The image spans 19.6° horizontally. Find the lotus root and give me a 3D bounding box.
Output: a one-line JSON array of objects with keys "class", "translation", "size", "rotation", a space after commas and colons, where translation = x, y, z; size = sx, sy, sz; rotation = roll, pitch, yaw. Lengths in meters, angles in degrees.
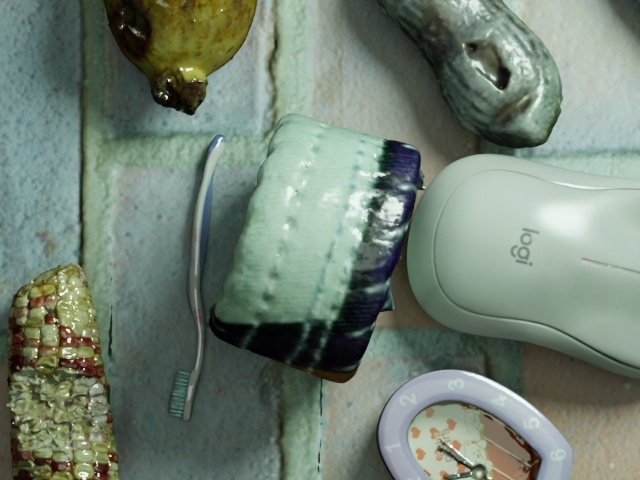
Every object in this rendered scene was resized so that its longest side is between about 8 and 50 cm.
[{"class": "lotus root", "translation": [-0.127, -0.244, 1.696], "size": [0.145, 0.128, 0.260], "rotation": [2, 86, -10]}]

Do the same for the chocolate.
[{"class": "chocolate", "translation": [0.135, -0.190, 1.704], "size": [0.110, 0.110, 0.248], "rotation": [-31, 84, -3]}]

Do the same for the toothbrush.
[{"class": "toothbrush", "translation": [-0.113, 0.033, 1.722], "size": [0.027, 0.021, 0.269], "rotation": [8, 84, -5]}]

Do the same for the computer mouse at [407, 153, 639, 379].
[{"class": "computer mouse", "translation": [0.228, 0.017, 1.677], "size": [0.297, 0.121, 0.184], "rotation": [17, 83, 3]}]

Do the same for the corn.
[{"class": "corn", "translation": [-0.232, 0.164, 1.672], "size": [0.098, 0.098, 0.290], "rotation": [-6, 84, -1]}]

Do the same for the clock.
[{"class": "clock", "translation": [0.145, 0.211, 1.684], "size": [0.172, 0.064, 0.198], "rotation": [-14, 85, -1]}]

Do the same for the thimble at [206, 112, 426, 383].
[{"class": "thimble", "translation": [0.000, 0.000, 1.632], "size": [0.150, 0.237, 0.237], "rotation": [19, 85, -2]}]
